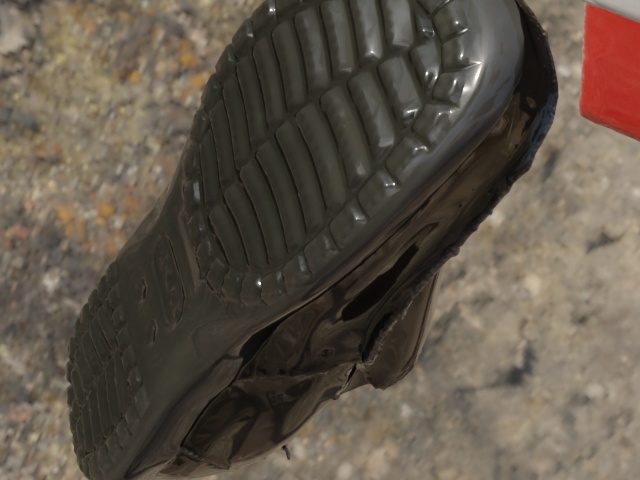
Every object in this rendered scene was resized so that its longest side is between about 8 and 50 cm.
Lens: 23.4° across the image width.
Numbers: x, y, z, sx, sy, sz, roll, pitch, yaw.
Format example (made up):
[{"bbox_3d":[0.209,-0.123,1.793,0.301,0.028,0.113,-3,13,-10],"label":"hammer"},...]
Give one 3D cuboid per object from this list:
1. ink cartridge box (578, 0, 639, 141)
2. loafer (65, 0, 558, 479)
[{"bbox_3d":[0.191,-0.046,0.409,0.296,0.261,0.066,25,59,22],"label":"ink cartridge box"},{"bbox_3d":[0.000,0.000,0.429,0.078,0.220,0.080,5,58,-31],"label":"loafer"}]
